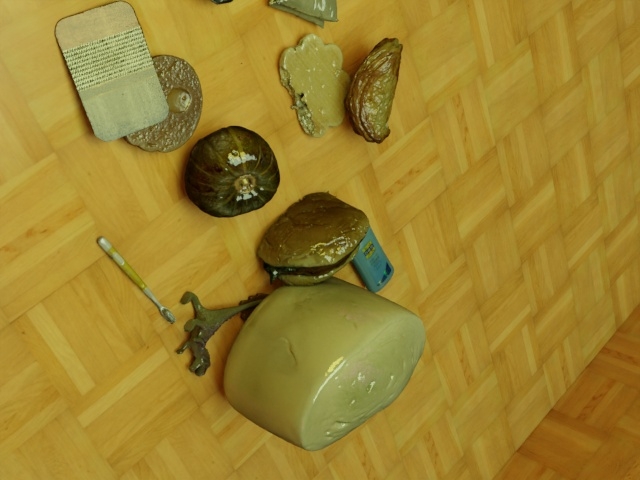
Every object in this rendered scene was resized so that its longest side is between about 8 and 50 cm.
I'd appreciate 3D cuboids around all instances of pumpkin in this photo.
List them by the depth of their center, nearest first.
[{"bbox_3d":[-0.204,-0.158,1.795,0.219,0.162,0.219,-17,135,-18],"label":"pumpkin"}]

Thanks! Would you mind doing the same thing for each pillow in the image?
[{"bbox_3d":[-0.034,-0.579,1.856,0.181,0.078,0.134,7,96,-41],"label":"pillow"}]

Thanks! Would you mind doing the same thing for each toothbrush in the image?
[{"bbox_3d":[-0.400,0.092,1.774,0.021,0.024,0.288,-48,131,-18],"label":"toothbrush"}]

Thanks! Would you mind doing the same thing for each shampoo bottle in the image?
[{"bbox_3d":[0.120,0.028,2.215,0.104,0.061,0.258,-49,131,-21],"label":"shampoo bottle"}]

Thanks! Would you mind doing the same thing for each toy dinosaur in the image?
[{"bbox_3d":[-0.256,0.194,1.926,0.251,0.072,0.200,-60,141,-19],"label":"toy dinosaur"}]

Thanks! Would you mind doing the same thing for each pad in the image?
[{"bbox_3d":[-0.331,-0.362,1.600,0.323,0.055,0.250,-20,108,-6],"label":"pad"}]

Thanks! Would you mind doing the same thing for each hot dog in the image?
[{"bbox_3d":[0.131,-0.381,2.021,0.175,0.114,0.259,-47,147,-61],"label":"hot dog"}]

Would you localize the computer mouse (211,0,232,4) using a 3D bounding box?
[{"bbox_3d":[-0.248,-0.558,1.673,0.192,0.062,0.106,18,91,-39],"label":"computer mouse"}]

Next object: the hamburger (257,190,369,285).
[{"bbox_3d":[0.000,0.000,1.993,0.309,0.211,0.132,-37,131,-30],"label":"hamburger"}]

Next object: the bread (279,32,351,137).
[{"bbox_3d":[-0.006,-0.385,1.973,0.182,0.039,0.251,-43,129,-25],"label":"bread"}]

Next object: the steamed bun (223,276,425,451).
[{"bbox_3d":[0.008,0.272,1.969,0.456,0.371,0.290,-38,130,-33],"label":"steamed bun"}]

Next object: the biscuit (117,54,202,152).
[{"bbox_3d":[-0.335,-0.285,1.690,0.181,0.049,0.208,16,90,-44],"label":"biscuit"}]

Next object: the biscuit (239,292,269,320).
[{"bbox_3d":[-0.165,0.164,2.025,0.092,0.016,0.082,-46,127,-20],"label":"biscuit"}]
